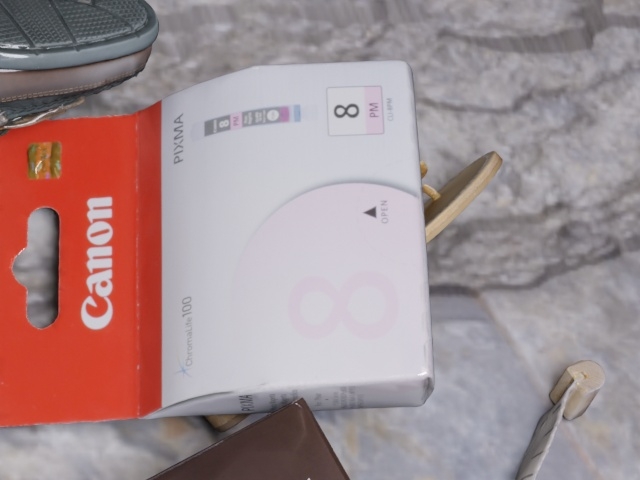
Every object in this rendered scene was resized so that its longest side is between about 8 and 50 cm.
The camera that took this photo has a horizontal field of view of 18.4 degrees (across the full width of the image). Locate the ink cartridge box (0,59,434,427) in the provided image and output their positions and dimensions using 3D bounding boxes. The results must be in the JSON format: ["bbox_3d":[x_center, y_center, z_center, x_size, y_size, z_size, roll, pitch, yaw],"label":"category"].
[{"bbox_3d":[-0.061,0.001,1.050,0.232,0.066,0.189,-1,65,-3],"label":"ink cartridge box"}]

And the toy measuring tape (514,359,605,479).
[{"bbox_3d":[0.131,0.216,1.068,0.121,0.121,0.330,33,54,-7],"label":"toy measuring tape"}]

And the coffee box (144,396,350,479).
[{"bbox_3d":[-0.104,0.223,0.964,0.297,0.119,0.168,-27,81,-27],"label":"coffee box"}]

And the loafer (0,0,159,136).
[{"bbox_3d":[-0.220,-0.089,1.072,0.267,0.084,0.096,-8,40,-27],"label":"loafer"}]

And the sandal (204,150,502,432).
[{"bbox_3d":[0.002,-0.001,1.108,0.240,0.088,0.079,-44,96,-23],"label":"sandal"}]
